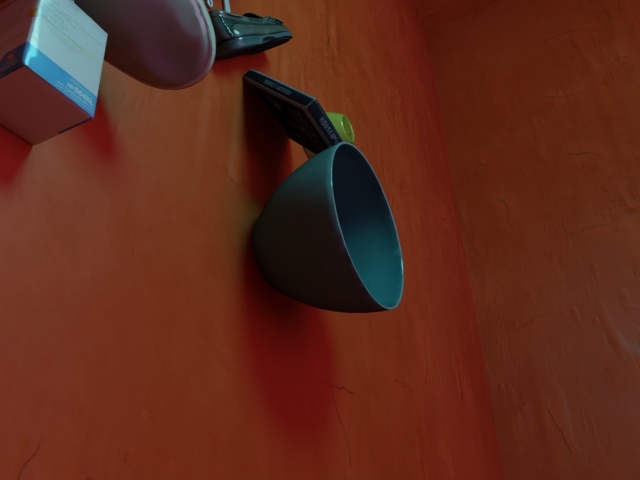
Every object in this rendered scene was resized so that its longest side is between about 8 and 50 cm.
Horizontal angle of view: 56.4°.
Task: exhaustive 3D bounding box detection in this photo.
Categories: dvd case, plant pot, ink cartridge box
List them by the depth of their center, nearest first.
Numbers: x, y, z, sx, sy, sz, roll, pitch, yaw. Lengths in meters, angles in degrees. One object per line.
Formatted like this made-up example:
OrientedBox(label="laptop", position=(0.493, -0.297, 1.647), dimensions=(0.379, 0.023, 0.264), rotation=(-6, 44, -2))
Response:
OrientedBox(label="ink cartridge box", position=(-0.294, -0.193, 0.629), dimensions=(0.090, 0.092, 0.143), rotation=(43, 38, -51))
OrientedBox(label="plant pot", position=(0.000, 0.000, 1.032), dimensions=(0.290, 0.195, 0.290), rotation=(47, 34, -46))
OrientedBox(label="dvd case", position=(-0.038, -0.228, 1.136), dimensions=(0.239, 0.029, 0.179), rotation=(39, -8, 47))
OrientedBox(label="plant pot", position=(0.022, -0.245, 1.385), dimensions=(0.134, 0.095, 0.134), rotation=(48, 33, -45))

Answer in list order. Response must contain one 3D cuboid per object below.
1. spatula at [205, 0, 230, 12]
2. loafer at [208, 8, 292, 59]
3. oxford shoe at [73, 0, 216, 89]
OrientedBox(label="spatula", position=(-0.218, -0.538, 1.142), dimensions=(0.168, 0.019, 0.242), rotation=(22, 54, -63))
OrientedBox(label="loafer", position=(-0.131, -0.410, 1.152), dimensions=(0.084, 0.096, 0.267), rotation=(67, 26, -13))
OrientedBox(label="oxford shoe", position=(-0.288, -0.339, 0.639), dimensions=(0.449, 0.169, 0.130), rotation=(51, 14, -29))
